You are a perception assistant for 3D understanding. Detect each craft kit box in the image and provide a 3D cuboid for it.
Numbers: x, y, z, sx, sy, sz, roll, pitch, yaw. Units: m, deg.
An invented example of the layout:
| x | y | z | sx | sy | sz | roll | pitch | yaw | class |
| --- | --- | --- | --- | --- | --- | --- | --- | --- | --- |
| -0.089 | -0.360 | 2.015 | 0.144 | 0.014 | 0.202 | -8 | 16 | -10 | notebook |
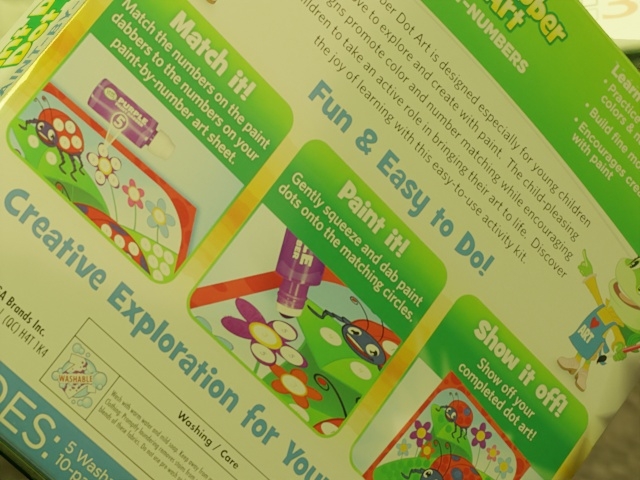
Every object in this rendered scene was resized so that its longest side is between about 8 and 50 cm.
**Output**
| x | y | z | sx | sy | sz | roll | pitch | yaw | class |
| --- | --- | --- | --- | --- | --- | --- | --- | --- | --- |
| 0.000 | 0.000 | 0.661 | 0.250 | 0.061 | 0.246 | 46 | 74 | -24 | craft kit box |

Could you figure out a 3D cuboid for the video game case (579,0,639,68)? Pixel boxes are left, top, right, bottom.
| x | y | z | sx | sy | sz | roll | pitch | yaw | class |
| --- | --- | --- | --- | --- | --- | --- | --- | --- | --- |
| 0.103 | -0.172 | 0.773 | 0.026 | 0.206 | 0.227 | 41 | 46 | -62 | video game case |
